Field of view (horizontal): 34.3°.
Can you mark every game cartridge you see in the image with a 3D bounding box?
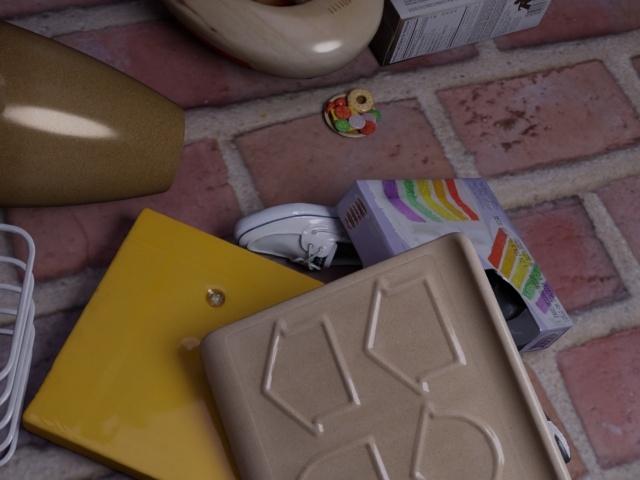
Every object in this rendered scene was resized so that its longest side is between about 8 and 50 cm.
[{"bbox_3d":[-0.163,0.144,1.281,0.285,0.053,0.324,23,61,3],"label":"game cartridge"}]

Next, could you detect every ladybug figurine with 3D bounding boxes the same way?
[{"bbox_3d":[-0.103,-0.400,1.540,0.305,0.162,0.449,-37,73,-21],"label":"ladybug figurine"}]

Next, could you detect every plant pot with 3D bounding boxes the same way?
[{"bbox_3d":[-0.313,-0.141,1.336,0.254,0.237,0.237,9,57,-23],"label":"plant pot"}]

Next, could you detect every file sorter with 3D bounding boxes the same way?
[{"bbox_3d":[-0.406,0.118,1.117,0.173,0.278,0.193,8,58,-11],"label":"file sorter"}]

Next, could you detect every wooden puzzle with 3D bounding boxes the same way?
[{"bbox_3d":[0.066,0.199,1.162,0.347,0.080,0.322,-24,75,11],"label":"wooden puzzle"}]

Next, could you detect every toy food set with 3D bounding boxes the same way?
[{"bbox_3d":[0.048,-0.186,1.530,0.083,0.020,0.083,-13,63,-18],"label":"toy food set"}]

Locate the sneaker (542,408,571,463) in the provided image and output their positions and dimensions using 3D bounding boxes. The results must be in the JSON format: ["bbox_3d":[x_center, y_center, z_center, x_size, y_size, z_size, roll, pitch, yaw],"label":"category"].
[{"bbox_3d":[0.275,0.241,1.315,0.043,0.040,0.109,-34,66,-9],"label":"sneaker"}]

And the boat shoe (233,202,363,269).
[{"bbox_3d":[0.000,0.000,1.373,0.226,0.083,0.076,-5,60,-14],"label":"boat shoe"}]

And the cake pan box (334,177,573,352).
[{"bbox_3d":[0.174,0.038,1.342,0.245,0.070,0.267,-3,55,-36],"label":"cake pan box"}]

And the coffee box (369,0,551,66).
[{"bbox_3d":[0.200,-0.402,1.630,0.297,0.119,0.168,-18,65,-20],"label":"coffee box"}]
